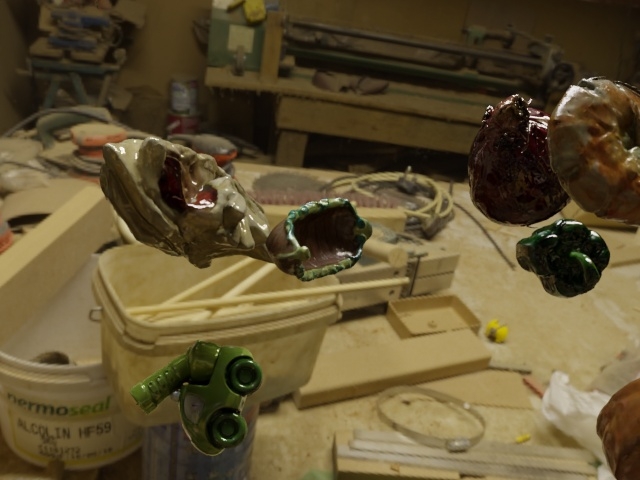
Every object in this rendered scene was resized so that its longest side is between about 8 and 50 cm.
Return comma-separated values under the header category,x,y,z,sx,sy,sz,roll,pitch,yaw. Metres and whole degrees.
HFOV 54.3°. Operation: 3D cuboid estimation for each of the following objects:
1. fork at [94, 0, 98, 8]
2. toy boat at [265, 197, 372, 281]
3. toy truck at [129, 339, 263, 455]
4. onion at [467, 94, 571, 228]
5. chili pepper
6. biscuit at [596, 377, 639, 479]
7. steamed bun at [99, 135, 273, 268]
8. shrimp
category,x,y,z,sx,sy,sz,roll,pitch,yaw
fork,-0.135,-0.288,0.567,0.219,0.028,0.034,-29,48,19
toy boat,-0.011,0.002,0.833,0.099,0.108,0.293,-7,4,20
toy truck,-0.202,0.260,1.105,0.211,0.148,0.187,35,72,2
onion,0.427,-0.153,1.266,0.281,0.280,0.221,-14,10,-36
chili pepper,0.557,0.039,1.398,0.165,0.174,0.261,-38,4,-9
biscuit,0.389,0.218,0.478,0.350,0.455,0.078,-6,36,12
steamed bun,-0.191,-0.052,1.073,0.189,0.247,0.428,-19,-7,7
shrimp,0.353,-0.076,0.655,0.294,0.154,0.062,18,-16,-26
